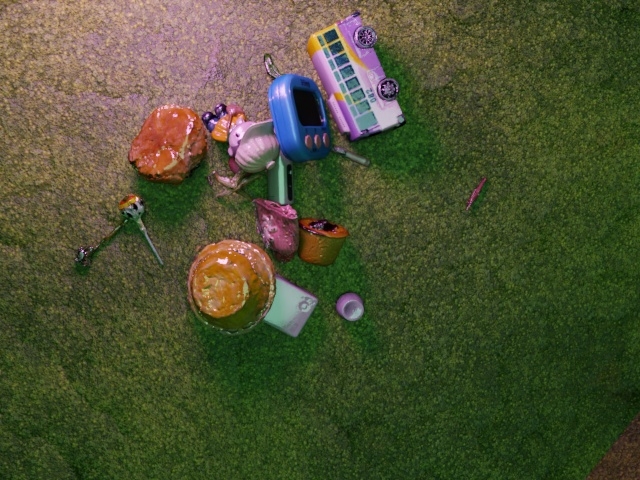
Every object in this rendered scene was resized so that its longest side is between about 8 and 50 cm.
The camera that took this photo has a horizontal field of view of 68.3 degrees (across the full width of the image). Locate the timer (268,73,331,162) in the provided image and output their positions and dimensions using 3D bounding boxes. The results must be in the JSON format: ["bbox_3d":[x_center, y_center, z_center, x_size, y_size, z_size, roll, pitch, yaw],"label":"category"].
[{"bbox_3d":[-0.072,-0.448,1.751,0.115,0.340,0.308,-8,100,24],"label":"timer"}]

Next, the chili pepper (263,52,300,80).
[{"bbox_3d":[-0.158,-0.653,1.842,0.182,0.050,0.073,35,98,-8],"label":"chili pepper"}]

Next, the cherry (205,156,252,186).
[{"bbox_3d":[-0.338,-0.273,1.849,0.226,0.090,0.107,-36,105,10],"label":"cherry"}]

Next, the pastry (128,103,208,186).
[{"bbox_3d":[-0.554,-0.347,1.756,0.255,0.162,0.310,35,86,13],"label":"pastry"}]

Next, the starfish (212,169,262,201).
[{"bbox_3d":[-0.324,-0.209,1.837,0.224,0.050,0.217,-26,141,27],"label":"starfish"}]

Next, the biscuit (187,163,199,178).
[{"bbox_3d":[-0.512,-0.288,1.846,0.087,0.027,0.089,-8,97,-5],"label":"biscuit"}]

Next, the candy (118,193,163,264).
[{"bbox_3d":[-0.681,-0.038,1.839,0.091,0.083,0.305,-24,108,0],"label":"candy"}]

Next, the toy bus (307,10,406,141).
[{"bbox_3d":[0.133,-0.596,1.809,0.250,0.209,0.439,-27,99,-3],"label":"toy bus"}]

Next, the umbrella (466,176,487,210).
[{"bbox_3d":[0.670,-0.201,2.030,0.027,0.025,0.165,32,89,8],"label":"umbrella"}]

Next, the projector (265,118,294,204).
[{"bbox_3d":[-0.160,-0.306,1.855,0.108,0.108,0.337,-2,97,-8],"label":"projector"}]

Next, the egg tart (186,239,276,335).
[{"bbox_3d":[-0.361,0.177,1.811,0.388,0.169,0.387,-1,87,12],"label":"egg tart"}]

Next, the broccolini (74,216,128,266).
[{"bbox_3d":[-0.850,-0.001,1.838,0.254,0.071,0.057,-45,59,-7],"label":"broccolini"}]

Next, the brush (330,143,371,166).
[{"bbox_3d":[0.120,-0.350,1.931,0.191,0.027,0.034,21,96,-11],"label":"brush"}]

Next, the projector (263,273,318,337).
[{"bbox_3d":[-0.166,0.255,1.929,0.257,0.099,0.191,30,91,-11],"label":"projector"}]

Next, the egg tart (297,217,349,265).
[{"bbox_3d":[0.000,0.000,1.874,0.216,0.215,0.170,9,106,-9],"label":"egg tart"}]

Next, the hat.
[{"bbox_3d":[-0.167,-0.023,1.853,0.107,0.237,0.286,-36,135,-32],"label":"hat"}]

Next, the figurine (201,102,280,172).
[{"bbox_3d":[-0.287,-0.376,1.753,0.185,0.332,0.204,-42,136,-18],"label":"figurine"}]

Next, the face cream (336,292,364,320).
[{"bbox_3d":[0.126,0.279,1.970,0.117,0.104,0.117,-1,96,-7],"label":"face cream"}]
